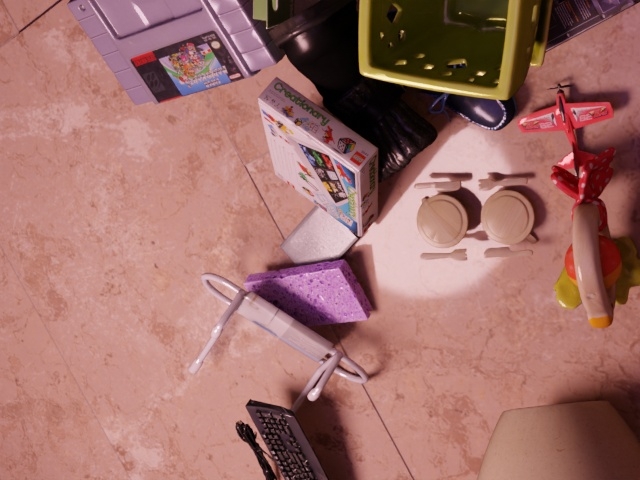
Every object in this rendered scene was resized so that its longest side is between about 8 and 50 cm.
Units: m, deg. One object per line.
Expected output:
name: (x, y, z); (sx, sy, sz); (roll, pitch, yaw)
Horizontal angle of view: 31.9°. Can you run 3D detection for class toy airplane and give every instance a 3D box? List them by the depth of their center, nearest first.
toy airplane: (0.374, -0.162, 1.665); (0.151, 0.028, 0.151); (13, 116, 28)

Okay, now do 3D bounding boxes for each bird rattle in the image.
bird rattle: (0.401, 0.006, 1.609); (0.143, 0.207, 0.253); (-1, 127, 15)

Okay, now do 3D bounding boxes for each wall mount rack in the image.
wall mount rack: (-0.100, 0.211, 2.008); (0.350, 0.130, 0.304); (33, 159, -1)

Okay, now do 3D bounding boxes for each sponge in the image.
sponge: (-0.022, 0.099, 1.977); (0.210, 0.031, 0.117); (-9, 122, 33)

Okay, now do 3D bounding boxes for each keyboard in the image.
keyboard: (-0.064, 0.425, 2.096); (0.201, 0.033, 0.317); (4, 127, 46)

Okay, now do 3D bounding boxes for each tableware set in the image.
tableware set: (0.249, -0.034, 1.784); (0.194, 0.039, 0.128); (-2, 96, 25)

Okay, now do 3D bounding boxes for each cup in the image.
cup: (0.377, 0.374, 1.730); (0.331, 0.331, 0.237); (-13, 77, 34)

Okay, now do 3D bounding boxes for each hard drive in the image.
hard drive: (0.000, 0.000, 1.951); (0.094, 0.022, 0.135); (47, 125, 7)

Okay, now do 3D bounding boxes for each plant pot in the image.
plant pot: (0.200, -0.334, 1.521); (0.228, 0.207, 0.227); (15, 116, 27)

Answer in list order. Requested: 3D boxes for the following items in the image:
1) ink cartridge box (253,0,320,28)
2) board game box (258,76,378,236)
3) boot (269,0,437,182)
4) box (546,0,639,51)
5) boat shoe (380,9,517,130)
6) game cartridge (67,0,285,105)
ink cartridge box: (-0.054, -0.396, 1.712); (0.062, 0.209, 0.109); (13, 115, 25)
board game box: (0.002, -0.123, 1.766); (0.193, 0.053, 0.305); (37, 167, 13)
boot: (0.060, -0.223, 1.662); (0.131, 0.348, 0.260); (-32, 86, 8)
box: (0.321, -0.398, 1.586); (0.183, 0.056, 0.231); (-27, 94, 35)
boat shoe: (0.177, -0.247, 1.709); (0.258, 0.089, 0.109); (35, 123, 14)
game cartridge: (-0.245, -0.352, 1.872); (0.355, 0.068, 0.230); (-9, 120, 40)
